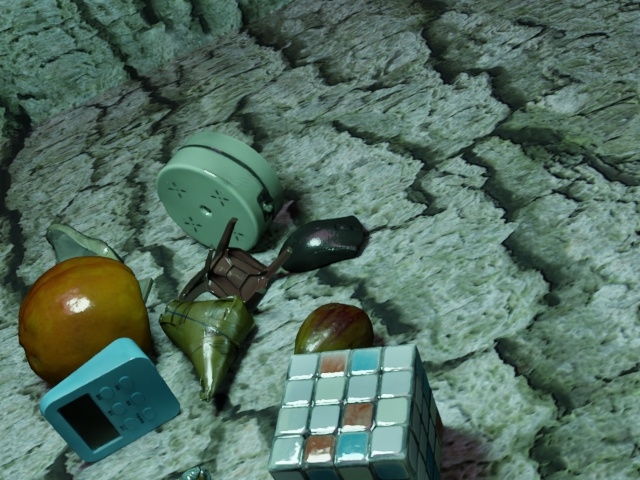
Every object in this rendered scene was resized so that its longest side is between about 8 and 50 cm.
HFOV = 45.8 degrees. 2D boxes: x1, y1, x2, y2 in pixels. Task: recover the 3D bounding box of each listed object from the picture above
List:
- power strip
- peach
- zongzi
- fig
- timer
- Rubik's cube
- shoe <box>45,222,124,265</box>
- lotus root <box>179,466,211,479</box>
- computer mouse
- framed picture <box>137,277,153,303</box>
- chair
[{"bbox_3d":[-0.270,-0.129,2.122,0.358,0.357,0.161,7,47,33],"label":"power strip"},{"bbox_3d":[-0.589,0.211,1.876,0.302,0.342,0.343,-10,32,-22],"label":"peach"},{"bbox_3d":[-0.317,0.270,1.839,0.260,0.123,0.289,-4,45,30],"label":"zongzi"},{"bbox_3d":[0.004,0.248,1.663,0.170,0.145,0.274,6,31,33],"label":"fig"},{"bbox_3d":[-0.468,0.371,1.696,0.250,0.231,0.091,-37,42,-17],"label":"timer"},{"bbox_3d":[0.077,0.371,1.397,0.253,0.256,0.259,-9,40,17],"label":"Rubik's cube"},{"bbox_3d":[-0.758,0.066,2.316,0.336,0.132,0.171,18,62,37],"label":"shoe"},{"bbox_3d":[-0.326,0.577,1.458,0.322,0.140,0.158,-36,14,-27],"label":"lotus root"},{"bbox_3d":[0.000,0.000,2.037,0.264,0.088,0.147,-14,40,6],"label":"computer mouse"},{"bbox_3d":[-0.624,0.202,2.153,0.281,0.019,0.209,-12,39,13],"label":"framed picture"},{"bbox_3d":[-0.239,0.101,2.006,0.175,0.183,0.326,-57,4,-36],"label":"chair"}]
